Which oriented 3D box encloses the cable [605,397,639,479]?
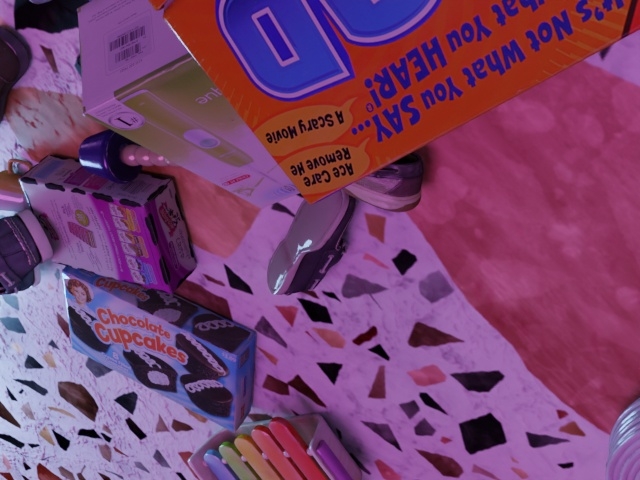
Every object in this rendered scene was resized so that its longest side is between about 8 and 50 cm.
[{"bbox_3d":[0.452,0.270,1.108,0.257,0.089,0.257,18,133,22],"label":"cable"}]

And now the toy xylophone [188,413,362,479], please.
[{"bbox_3d":[-0.050,0.374,1.559,0.236,0.081,0.322,50,137,-11],"label":"toy xylophone"}]

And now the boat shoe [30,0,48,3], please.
[{"bbox_3d":[-0.294,-0.405,1.056,0.105,0.113,0.306,37,135,12],"label":"boat shoe"}]

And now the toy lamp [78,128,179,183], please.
[{"bbox_3d":[-0.197,-0.109,1.262,0.274,0.080,0.080,5,128,30],"label":"toy lamp"}]

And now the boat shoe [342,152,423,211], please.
[{"bbox_3d":[0.016,-0.106,1.117,0.223,0.080,0.073,23,127,15],"label":"boat shoe"}]

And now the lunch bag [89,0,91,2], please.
[{"bbox_3d":[-0.151,-0.254,1.095,0.218,0.090,0.176,8,129,29],"label":"lunch bag"}]

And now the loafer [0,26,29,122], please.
[{"bbox_3d":[-0.494,-0.205,1.381,0.094,0.087,0.251,44,138,-4],"label":"loafer"}]

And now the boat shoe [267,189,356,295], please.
[{"bbox_3d":[0.000,0.000,1.241,0.064,0.075,0.206,7,140,-29],"label":"boat shoe"}]

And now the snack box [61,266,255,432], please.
[{"bbox_3d":[-0.254,0.158,1.537,0.321,0.060,0.187,23,135,18],"label":"snack box"}]

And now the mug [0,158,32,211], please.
[{"bbox_3d":[-0.457,-0.076,1.488,0.064,0.062,0.078,14,139,16],"label":"mug"}]

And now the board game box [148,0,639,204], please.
[{"bbox_3d":[0.080,-0.311,0.683,0.356,0.356,0.356,-26,107,45],"label":"board game box"}]

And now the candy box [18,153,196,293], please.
[{"bbox_3d":[-0.303,-0.025,1.409,0.233,0.071,0.159,12,132,27],"label":"candy box"}]

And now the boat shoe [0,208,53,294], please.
[{"bbox_3d":[-0.495,0.030,1.523,0.116,0.099,0.319,60,153,-3],"label":"boat shoe"}]

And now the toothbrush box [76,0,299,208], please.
[{"bbox_3d":[-0.060,-0.156,0.947,0.206,0.122,0.283,-20,155,25],"label":"toothbrush box"}]
